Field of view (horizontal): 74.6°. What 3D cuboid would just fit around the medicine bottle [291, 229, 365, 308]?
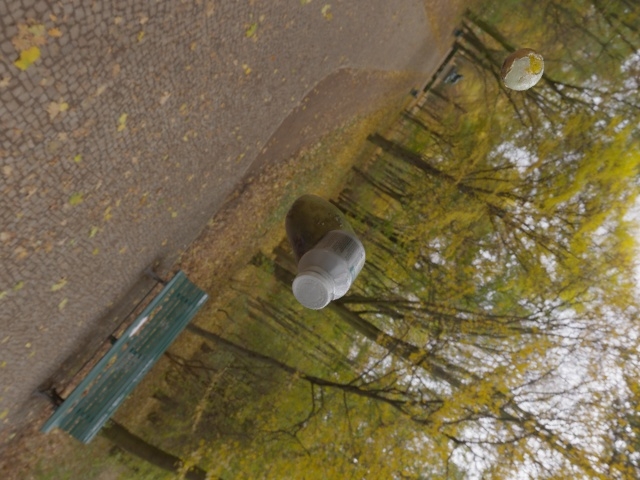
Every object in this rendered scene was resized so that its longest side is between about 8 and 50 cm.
[{"bbox_3d":[0.018,0.070,1.012,0.135,0.135,0.215,-54,177,34],"label":"medicine bottle"}]

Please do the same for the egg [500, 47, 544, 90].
[{"bbox_3d":[0.368,-0.312,0.762,0.083,0.071,0.071,-51,178,-33],"label":"egg"}]

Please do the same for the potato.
[{"bbox_3d":[0.000,0.000,1.271,0.173,0.307,0.210,-11,158,-45],"label":"potato"}]
